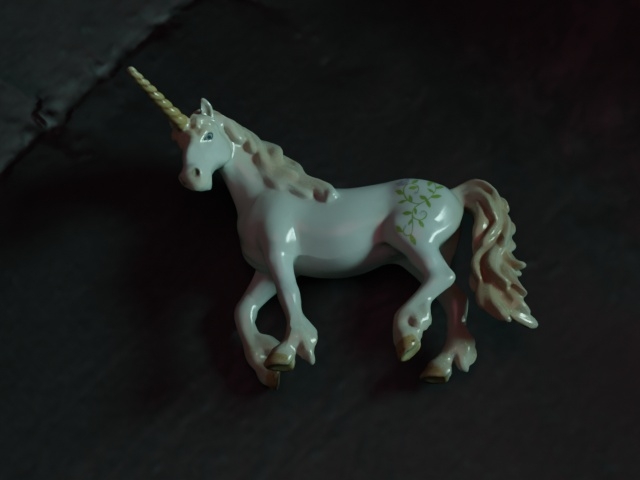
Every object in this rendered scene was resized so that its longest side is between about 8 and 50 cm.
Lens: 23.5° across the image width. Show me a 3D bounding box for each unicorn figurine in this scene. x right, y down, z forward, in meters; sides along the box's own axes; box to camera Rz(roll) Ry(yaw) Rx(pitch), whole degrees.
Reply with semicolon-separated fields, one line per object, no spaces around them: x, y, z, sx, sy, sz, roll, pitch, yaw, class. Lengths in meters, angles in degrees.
0.000;0.000;0.610;0.162;0.060;0.111;4;68;-10;unicorn figurine
